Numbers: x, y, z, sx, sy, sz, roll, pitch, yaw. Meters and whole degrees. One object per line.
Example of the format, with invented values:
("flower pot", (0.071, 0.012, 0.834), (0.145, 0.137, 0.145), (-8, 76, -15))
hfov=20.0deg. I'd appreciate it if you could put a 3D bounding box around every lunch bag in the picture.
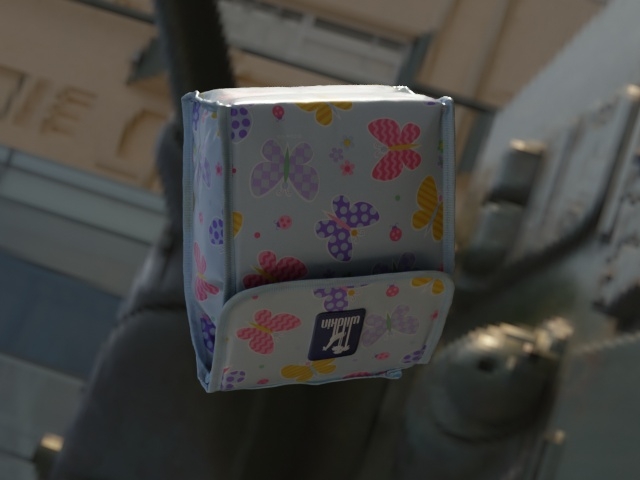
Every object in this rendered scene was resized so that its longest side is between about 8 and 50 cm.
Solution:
("lunch bag", (0.000, 0.000, 0.508), (0.053, 0.071, 0.083), (-148, 58, -68))
